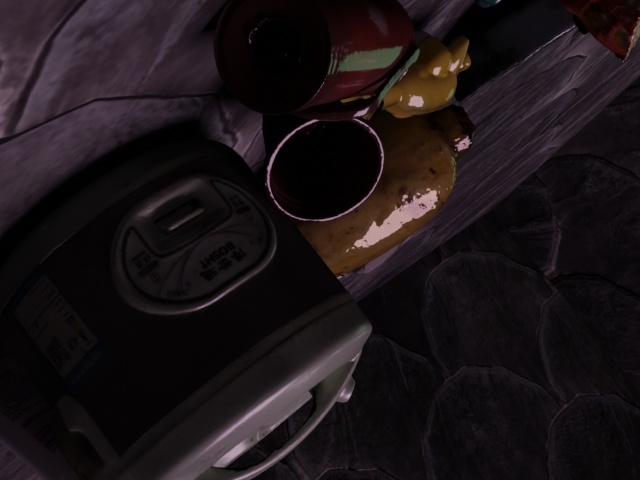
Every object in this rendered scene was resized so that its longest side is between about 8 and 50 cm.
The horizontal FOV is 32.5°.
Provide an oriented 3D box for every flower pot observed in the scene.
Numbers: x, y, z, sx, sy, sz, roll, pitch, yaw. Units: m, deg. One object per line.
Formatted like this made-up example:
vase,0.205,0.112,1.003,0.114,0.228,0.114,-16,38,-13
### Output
flower pot,-0.009,-0.086,0.953,0.111,0.089,0.111,-12,131,-13

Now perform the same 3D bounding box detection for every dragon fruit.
dragon fruit,0.343,-0.354,1.138,0.262,0.134,0.211,-51,166,-27

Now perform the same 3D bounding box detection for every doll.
doll,0.056,-0.151,1.106,0.291,0.086,0.117,-26,161,-46

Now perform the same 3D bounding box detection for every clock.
clock,0.271,-0.265,1.348,0.280,0.055,0.280,-33,-179,1

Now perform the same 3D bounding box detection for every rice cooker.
rice cooker,-0.119,0.082,0.969,0.288,0.277,0.288,-36,170,-7

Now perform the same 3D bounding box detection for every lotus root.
lotus root,0.051,-0.065,1.268,0.284,0.160,0.146,-31,171,7

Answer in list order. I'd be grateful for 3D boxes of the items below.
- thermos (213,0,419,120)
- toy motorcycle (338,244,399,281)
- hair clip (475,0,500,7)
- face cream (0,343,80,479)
thermos,0.015,-0.160,0.870,0.232,0.099,0.124,-25,127,-61
toy motorcycle,0.000,0.000,1.516,0.188,0.143,0.327,-39,164,10
hair clip,0.257,-0.340,0.955,0.358,0.095,0.110,-39,151,-15
face cream,-0.276,0.183,1.069,0.092,0.243,0.058,-32,140,-34
